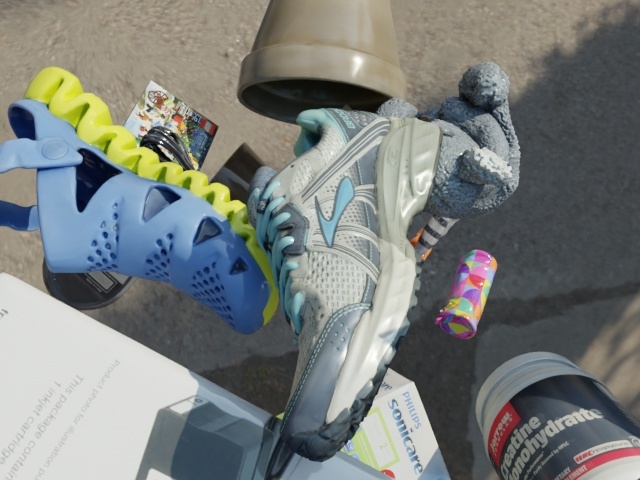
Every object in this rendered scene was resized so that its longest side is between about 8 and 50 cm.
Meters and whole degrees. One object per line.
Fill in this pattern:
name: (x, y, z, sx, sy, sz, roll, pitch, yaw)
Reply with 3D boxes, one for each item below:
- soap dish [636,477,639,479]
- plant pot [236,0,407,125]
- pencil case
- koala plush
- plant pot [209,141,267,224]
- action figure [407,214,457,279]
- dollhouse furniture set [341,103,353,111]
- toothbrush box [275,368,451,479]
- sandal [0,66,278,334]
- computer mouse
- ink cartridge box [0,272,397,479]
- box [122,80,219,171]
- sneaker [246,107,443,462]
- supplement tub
soap dish: (0.231, 0.217, 0.398, 0.229, 0.118, 0.291, -35, 157, -3)
plant pot: (0.014, -0.386, 1.231, 0.323, 0.323, 0.280, 8, 84, -22)
pencil case: (0.373, 0.134, 1.636, 0.104, 0.104, 0.236, 52, 49, -27)
koala plush: (0.167, -0.096, 0.832, 0.196, 0.221, 0.203, -19, 104, 23)
plant pot: (-0.142, -0.060, 1.411, 0.230, 0.215, 0.215, 38, 93, -9)
action figure: (0.137, 0.036, 1.334, 0.341, 0.178, 0.330, 22, 92, -47)
dollhouse furniture set: (0.075, -0.231, 1.213, 0.091, 0.081, 0.114, -48, 129, 4)
toothbrush box: (0.023, 0.336, 0.913, 0.283, 0.122, 0.206, -23, 98, -15)
sandal: (-0.173, -0.014, 0.541, 0.138, 0.317, 0.126, -45, 158, -32)
computer mouse: (-0.266, -0.013, 0.916, 0.272, 0.072, 0.188, -41, 108, -7)
ink cartridge box: (-0.100, 0.226, 0.521, 0.395, 0.285, 0.166, 27, 64, 4)
box: (-0.296, -0.176, 1.209, 0.159, 0.233, 0.044, 32, 135, -21)
sneaker: (0.000, 0.011, 0.443, 0.122, 0.283, 0.110, 17, 136, 0)
supplement tub: (0.325, 0.283, 0.826, 0.191, 0.272, 0.191, -3, 111, -7)
